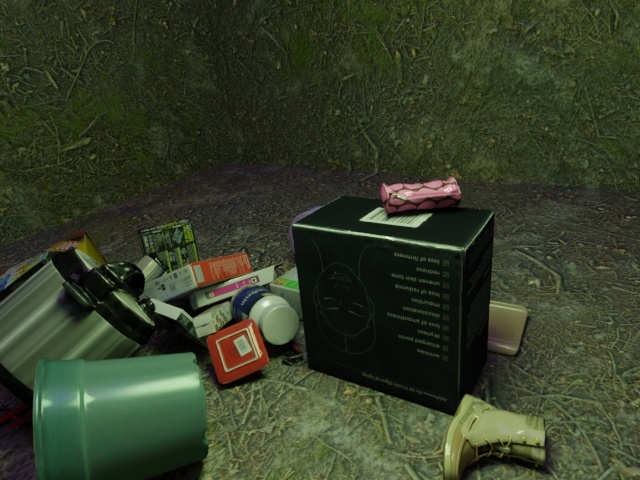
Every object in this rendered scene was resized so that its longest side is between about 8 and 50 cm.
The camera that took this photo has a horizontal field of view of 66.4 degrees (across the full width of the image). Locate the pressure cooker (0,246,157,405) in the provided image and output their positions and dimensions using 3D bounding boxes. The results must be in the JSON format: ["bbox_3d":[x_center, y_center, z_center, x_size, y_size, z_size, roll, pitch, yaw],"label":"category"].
[{"bbox_3d":[-0.678,0.226,1.390,0.420,0.376,0.369,-45,41,-14],"label":"pressure cooker"}]

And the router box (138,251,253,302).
[{"bbox_3d":[-0.466,0.150,1.765,0.335,0.082,0.301,-22,-5,29],"label":"router box"}]

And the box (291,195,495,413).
[{"bbox_3d":[0.208,0.153,1.378,0.479,0.472,0.297,9,25,31],"label":"box"}]

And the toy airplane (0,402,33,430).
[{"bbox_3d":[-0.860,0.495,1.367,0.151,0.028,0.151,-4,22,2],"label":"toy airplane"}]

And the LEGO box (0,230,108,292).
[{"bbox_3d":[-0.965,0.200,1.760,0.372,0.193,0.500,-31,30,-14],"label":"LEGO box"}]

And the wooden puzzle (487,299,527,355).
[{"bbox_3d":[0.539,0.275,1.582,0.220,0.044,0.238,8,31,27],"label":"wooden puzzle"}]

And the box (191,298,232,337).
[{"bbox_3d":[-0.345,0.253,1.628,0.067,0.063,0.324,-18,0,3],"label":"box"}]

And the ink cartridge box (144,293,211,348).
[{"bbox_3d":[-0.470,0.269,1.607,0.208,0.206,0.045,13,60,37],"label":"ink cartridge box"}]

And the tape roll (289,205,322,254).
[{"bbox_3d":[0.000,0.000,2.041,0.274,0.275,0.090,12,27,35],"label":"tape roll"}]

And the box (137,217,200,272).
[{"bbox_3d":[-0.619,0.063,2.032,0.216,0.270,0.060,-17,27,-24],"label":"box"}]

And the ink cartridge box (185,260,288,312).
[{"bbox_3d":[-0.301,0.169,1.801,0.370,0.069,0.175,-20,-5,-27],"label":"ink cartridge box"}]

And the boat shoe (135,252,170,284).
[{"bbox_3d":[-0.707,0.223,1.883,0.127,0.158,0.340,18,61,49],"label":"boat shoe"}]

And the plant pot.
[{"bbox_3d":[-0.445,0.413,1.129,0.334,0.341,0.341,-5,21,-21],"label":"plant pot"}]

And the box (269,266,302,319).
[{"bbox_3d":[-0.014,0.183,1.808,0.231,0.127,0.262,9,26,34],"label":"box"}]

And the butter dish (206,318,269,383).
[{"bbox_3d":[-0.244,0.346,1.489,0.159,0.118,0.160,-22,63,-7],"label":"butter dish"}]

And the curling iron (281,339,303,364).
[{"bbox_3d":[-0.123,0.324,1.605,0.068,0.035,0.274,-13,24,-17],"label":"curling iron"}]

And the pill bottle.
[{"bbox_3d":[-0.185,0.243,1.610,0.153,0.153,0.264,-18,17,-27],"label":"pill bottle"}]

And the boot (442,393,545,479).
[{"bbox_3d":[0.393,0.463,1.096,0.203,0.095,0.262,9,22,28],"label":"boot"}]

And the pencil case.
[{"bbox_3d":[0.265,-0.118,1.289,0.209,0.095,0.098,-8,-14,-2],"label":"pencil case"}]
